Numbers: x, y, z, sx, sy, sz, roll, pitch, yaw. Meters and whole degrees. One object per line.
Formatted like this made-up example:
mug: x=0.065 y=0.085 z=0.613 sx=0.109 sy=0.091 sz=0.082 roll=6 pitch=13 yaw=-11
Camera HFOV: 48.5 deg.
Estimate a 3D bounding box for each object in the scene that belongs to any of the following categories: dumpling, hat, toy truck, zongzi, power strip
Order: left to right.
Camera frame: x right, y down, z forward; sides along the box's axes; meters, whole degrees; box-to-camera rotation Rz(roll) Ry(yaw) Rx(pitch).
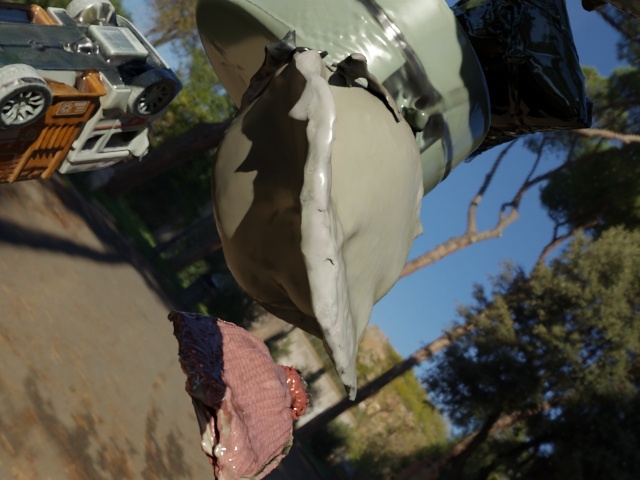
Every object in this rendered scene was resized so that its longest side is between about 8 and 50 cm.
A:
toy truck: x=-0.361 y=-0.164 z=0.816 sx=0.173 sy=0.387 sz=0.207 roll=51 pitch=-57 yaw=15
hat: x=-0.102 y=0.211 z=0.966 sx=0.286 sy=0.107 sz=0.236 roll=18 pitch=50 yaw=-65
dumpling: x=-0.014 y=-0.010 z=0.526 sx=0.163 sy=0.204 sz=0.293 roll=20 pitch=-18 yaw=12
power strip: x=0.028 y=-0.179 z=0.808 sx=0.357 sy=0.161 sz=0.357 roll=46 pitch=-12 yaw=13
zongzi: x=0.265 y=-0.233 z=1.160 sx=0.384 sy=0.319 sz=0.362 roll=-10 pitch=-27 yaw=35

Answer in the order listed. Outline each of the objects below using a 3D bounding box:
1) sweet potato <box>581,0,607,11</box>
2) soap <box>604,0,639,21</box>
sweet potato: x=0.421 y=-0.384 z=0.852 sx=0.075 sy=0.075 sz=0.273 roll=53 pitch=-54 yaw=21
soap: x=0.427 y=-0.367 z=0.531 sx=0.213 sy=0.350 sz=0.435 roll=56 pitch=-4 yaw=22
